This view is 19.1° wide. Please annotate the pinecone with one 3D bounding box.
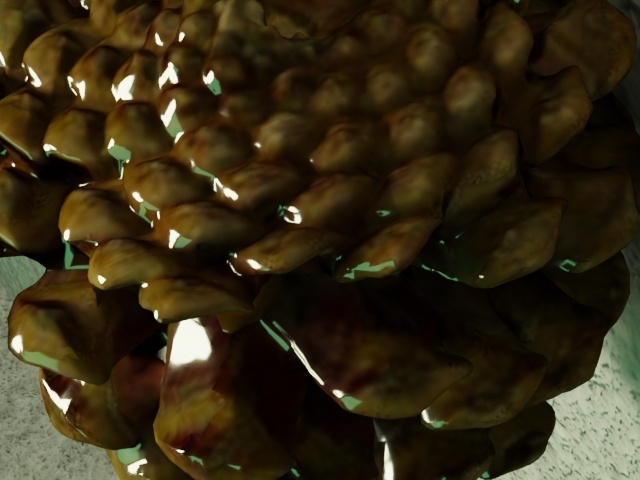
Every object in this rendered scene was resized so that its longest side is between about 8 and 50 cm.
[{"bbox_3d":[0.000,0.000,1.003,0.384,0.384,0.384,54,162,27],"label":"pinecone"}]
